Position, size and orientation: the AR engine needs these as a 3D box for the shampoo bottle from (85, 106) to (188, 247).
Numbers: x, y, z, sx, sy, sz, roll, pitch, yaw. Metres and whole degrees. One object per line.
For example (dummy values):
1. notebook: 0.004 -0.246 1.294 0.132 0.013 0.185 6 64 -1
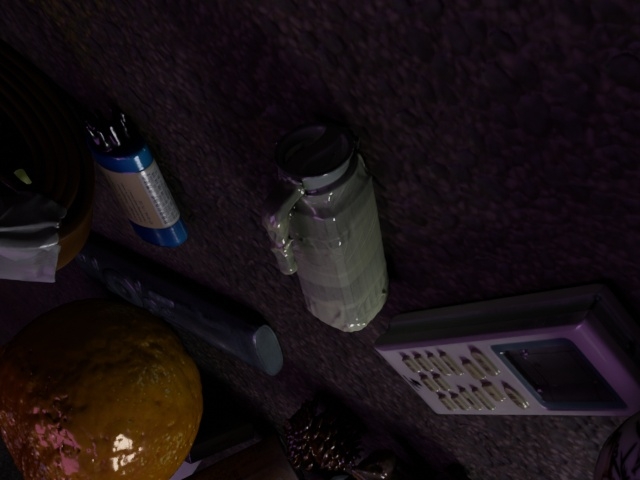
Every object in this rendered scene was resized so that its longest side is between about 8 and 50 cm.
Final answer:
1. shampoo bottle: -0.213 -0.071 0.945 0.087 0.050 0.183 25 149 34

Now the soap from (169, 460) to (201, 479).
1. soap: -0.445 0.376 1.774 0.446 0.156 0.261 14 142 40

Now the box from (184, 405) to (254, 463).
1. box: -0.246 0.339 1.498 0.245 0.139 0.035 3 103 47

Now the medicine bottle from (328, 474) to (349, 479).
1. medicine bottle: 0.049 0.468 1.375 0.074 0.074 0.218 24 147 29

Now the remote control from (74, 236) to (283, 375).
1. remote control: -0.215 0.086 1.186 0.378 0.044 0.107 22 143 31

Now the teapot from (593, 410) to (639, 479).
1. teapot: 0.297 0.146 0.540 0.208 0.165 0.299 17 138 8

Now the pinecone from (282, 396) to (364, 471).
1. pinecone: 0.002 0.270 1.119 0.109 0.102 0.102 26 149 19

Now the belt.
1. belt: -0.398 -0.103 0.951 0.339 0.217 0.122 44 153 7

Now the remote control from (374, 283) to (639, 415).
1. remote control: 0.162 0.105 0.724 0.103 0.055 0.277 48 152 -14

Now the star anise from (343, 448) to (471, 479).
1. star anise: 0.132 0.346 1.076 0.220 0.099 0.214 41 139 -1

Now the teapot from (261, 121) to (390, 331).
1. teapot: 0.000 0.000 0.721 0.077 0.107 0.200 26 149 32

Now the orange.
1. orange: -0.345 0.253 1.310 0.341 0.293 0.340 26 127 39

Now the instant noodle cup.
1. instant noodle cup: -0.116 0.434 1.333 0.217 0.207 0.217 59 175 9

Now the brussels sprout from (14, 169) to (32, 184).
1. brussels sprout: -0.485 -0.081 1.120 0.244 0.244 0.244 31 151 19
